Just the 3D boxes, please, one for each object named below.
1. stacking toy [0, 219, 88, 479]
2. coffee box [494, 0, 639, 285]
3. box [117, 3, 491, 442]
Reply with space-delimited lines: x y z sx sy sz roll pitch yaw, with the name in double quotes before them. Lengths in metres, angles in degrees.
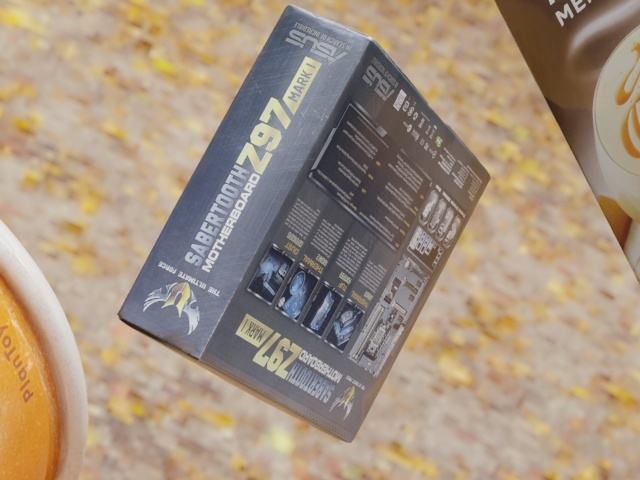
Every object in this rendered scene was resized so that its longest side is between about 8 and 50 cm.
"stacking toy" -0.360 0.174 1.047 0.350 0.351 0.480 27 35 1
"coffee box" 0.215 -0.068 1.077 0.098 0.141 0.246 10 48 -49
"box" 0.000 0.000 1.072 0.059 0.183 0.232 25 -5 26
